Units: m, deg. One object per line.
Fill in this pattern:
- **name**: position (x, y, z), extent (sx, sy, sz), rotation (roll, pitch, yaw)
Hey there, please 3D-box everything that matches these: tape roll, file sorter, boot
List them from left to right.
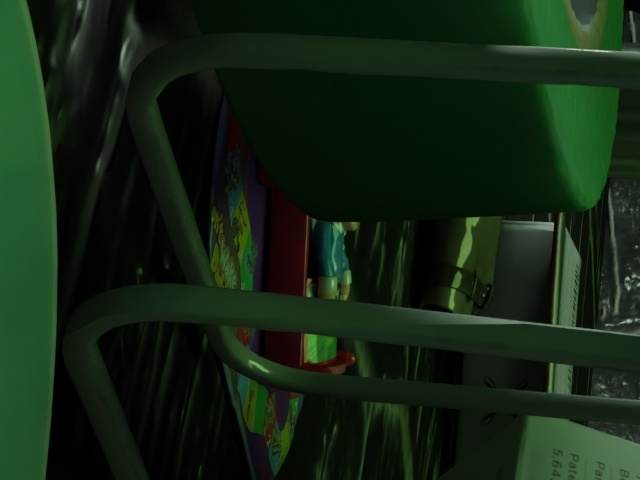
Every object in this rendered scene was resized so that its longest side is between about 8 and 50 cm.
- **tape roll**: position (0.030, -0.166, 0.493), extent (0.321, 0.077, 0.321), rotation (-1, 90, -76)
- **file sorter**: position (0.027, 0.115, 0.385), extent (0.193, 0.173, 0.278), rotation (79, 18, -61)
- **boot**: position (0.068, -0.003, 0.919), extent (0.118, 0.042, 0.087), rotation (66, 37, -53)

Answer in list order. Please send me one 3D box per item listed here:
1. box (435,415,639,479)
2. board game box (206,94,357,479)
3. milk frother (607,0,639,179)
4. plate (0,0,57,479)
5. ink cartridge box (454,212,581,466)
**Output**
- **box**: position (0.067, 0.178, 0.585), extent (0.181, 0.119, 0.182), rotation (130, -25, -55)
- **board game box**: position (0.000, 0.000, 0.587), extent (0.169, 0.033, 0.133), rotation (80, 17, -48)
- **milk frother**: position (0.148, -0.073, 1.048), extent (0.143, 0.135, 0.129), rotation (-74, 163, -47)
- **plate**: position (-0.076, 0.024, 0.240), extent (0.188, 0.024, 0.188), rotation (3, 90, -80)
- **ink cartridge box**: position (0.114, 0.133, 1.119), extent (0.261, 0.066, 0.296), rotation (43, 51, -75)
